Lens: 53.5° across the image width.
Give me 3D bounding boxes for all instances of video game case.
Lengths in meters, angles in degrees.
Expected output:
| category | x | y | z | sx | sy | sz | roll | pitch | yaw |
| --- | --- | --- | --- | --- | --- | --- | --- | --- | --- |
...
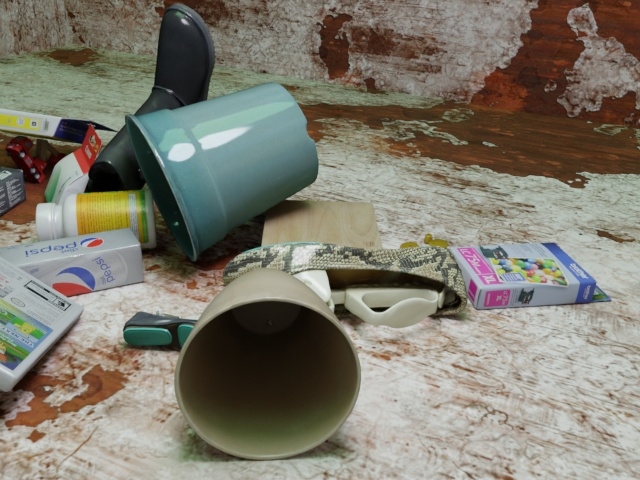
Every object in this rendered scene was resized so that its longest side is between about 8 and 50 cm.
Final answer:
| category | x | y | z | sx | sy | sz | roll | pitch | yaw |
| --- | --- | --- | --- | --- | --- | --- | --- | --- | --- |
| video game case | -0.583 | 0.086 | 1.033 | 0.329 | 0.036 | 0.300 | 34 | 11 | -9 |

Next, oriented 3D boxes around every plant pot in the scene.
| category | x | y | z | sx | sy | sz | roll | pitch | yaw |
| --- | --- | --- | --- | --- | --- | --- | --- | --- | --- |
| plant pot | -0.083 | 0.152 | 0.999 | 0.256 | 0.256 | 0.274 | 0 | 19 | -5 |
| plant pot | -0.207 | -0.179 | 1.414 | 0.334 | 0.341 | 0.341 | -27 | 36 | -18 |

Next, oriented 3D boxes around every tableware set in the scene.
| category | x | y | z | sx | sy | sz | roll | pitch | yaw |
| --- | --- | --- | --- | --- | --- | --- | --- | --- | --- |
| tableware set | 0.242 | 0.023 | 1.507 | 0.104 | 0.024 | 0.154 | 13 | 29 | 26 |

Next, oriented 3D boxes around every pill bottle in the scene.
| category | x | y | z | sx | sy | sz | roll | pitch | yaw |
| --- | --- | --- | --- | --- | --- | --- | --- | --- | --- |
| pill bottle | -0.497 | -0.040 | 1.424 | 0.245 | 0.136 | 0.136 | -4 | 28 | -15 |

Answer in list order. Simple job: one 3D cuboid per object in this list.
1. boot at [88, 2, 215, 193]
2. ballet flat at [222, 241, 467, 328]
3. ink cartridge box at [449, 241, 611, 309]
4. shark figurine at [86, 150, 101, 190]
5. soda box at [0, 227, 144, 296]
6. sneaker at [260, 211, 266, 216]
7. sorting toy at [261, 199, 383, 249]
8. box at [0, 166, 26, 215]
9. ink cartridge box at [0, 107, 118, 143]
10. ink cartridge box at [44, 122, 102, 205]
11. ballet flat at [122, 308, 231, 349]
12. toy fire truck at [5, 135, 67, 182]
| category | x | y | z | sx | sy | sz | roll | pitch | yaw |
| --- | --- | --- | --- | --- | --- | --- | --- | --- | --- |
| boot | -0.432 | -0.322 | 1.585 | 0.146 | 0.367 | 0.445 | 22 | 54 | 11 |
| ballet flat | 0.062 | 0.094 | 1.212 | 0.482 | 0.164 | 0.182 | 0 | 36 | -14 |
| ink cartridge box | 0.456 | 0.072 | 1.392 | 0.311 | 0.065 | 0.186 | 0 | 27 | -10 |
| shark figurine | -0.589 | -0.161 | 1.736 | 0.116 | 0.166 | 0.278 | 23 | 3 | -17 |
| soda box | -0.513 | 0.053 | 1.289 | 0.286 | 0.091 | 0.098 | -11 | 29 | -26 |
| sneaker | -0.164 | -0.135 | 1.692 | 0.121 | 0.108 | 0.302 | 4 | 19 | 3 |
| sorting toy | 0.000 | 0.000 | 1.450 | 0.255 | 0.089 | 0.257 | 2 | 27 | -2 |
| box | -0.955 | -0.082 | 1.505 | 0.318 | 0.097 | 0.395 | 9 | 27 | 6 |
| ink cartridge box | -0.758 | -0.313 | 1.767 | 0.307 | 0.072 | 0.303 | 10 | 3 | -4 |
| ink cartridge box | -0.623 | -0.176 | 1.592 | 0.056 | 0.225 | 0.181 | 14 | 17 | -35 |
| ballet flat | -0.249 | 0.158 | 1.131 | 0.203 | 0.074 | 0.074 | 5 | 27 | 9 |
| toy fire truck | -0.792 | -0.238 | 1.785 | 0.047 | 0.192 | 0.135 | 10 | 56 | 15 |
